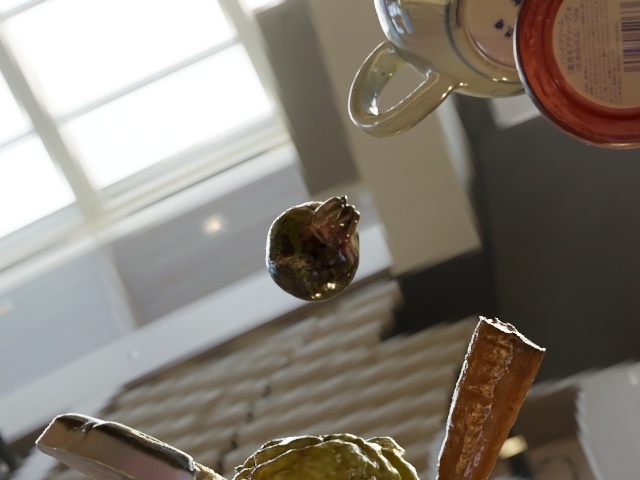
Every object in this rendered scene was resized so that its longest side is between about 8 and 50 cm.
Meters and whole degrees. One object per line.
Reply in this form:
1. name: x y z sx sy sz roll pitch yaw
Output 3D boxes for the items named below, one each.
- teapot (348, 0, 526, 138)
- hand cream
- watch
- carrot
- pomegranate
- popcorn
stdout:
1. teapot: 0.171 -0.283 1.972 0.424 0.252 0.280 -53 -154 12
2. hand cream: 0.263 -0.173 1.649 0.193 0.193 0.125 -21 180 10
3. watch: -0.159 0.281 1.518 0.196 0.244 0.231 20 -107 40
4. carrot: 0.148 0.177 1.767 0.072 0.205 0.072 19 -176 -1
5. pomegranate: 0.006 0.009 2.472 0.163 0.125 0.138 -23 -150 36
6. popcorn: -0.002 0.272 1.788 0.189 0.169 0.218 3 153 -28
